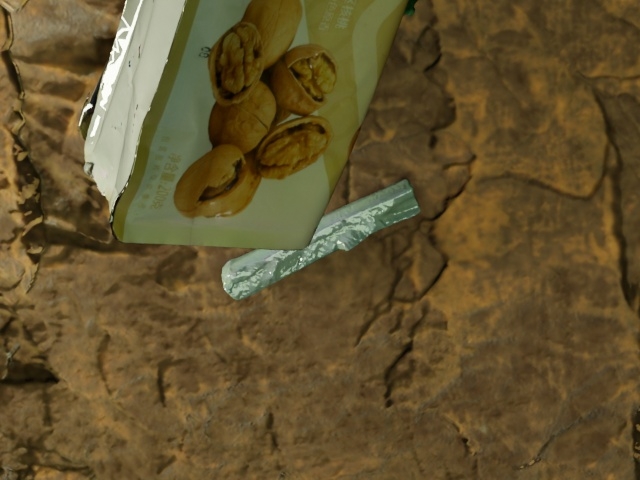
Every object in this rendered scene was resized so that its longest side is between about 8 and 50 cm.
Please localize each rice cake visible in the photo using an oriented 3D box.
[{"bbox_3d":[0.000,0.000,1.668,0.180,0.042,0.030,-26,115,5],"label":"rice cake"}]

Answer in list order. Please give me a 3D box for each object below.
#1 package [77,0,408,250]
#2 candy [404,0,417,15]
[{"bbox_3d":[-0.069,-0.166,1.534,0.221,0.165,0.311,1,119,-40],"label":"package"},{"bbox_3d":[0.062,-0.192,1.587,0.097,0.097,0.323,34,112,-17],"label":"candy"}]
